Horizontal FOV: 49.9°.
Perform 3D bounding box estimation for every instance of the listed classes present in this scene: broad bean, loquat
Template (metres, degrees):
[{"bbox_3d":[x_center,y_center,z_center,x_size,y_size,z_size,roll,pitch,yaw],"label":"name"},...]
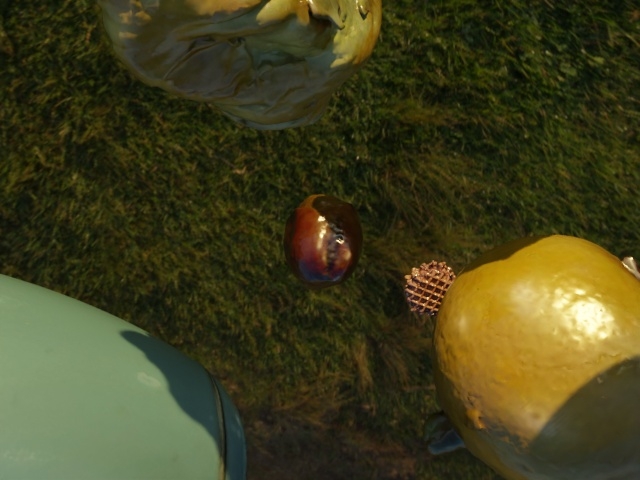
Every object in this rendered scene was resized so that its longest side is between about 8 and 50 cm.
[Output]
[{"bbox_3d":[0.003,0.003,1.133,0.122,0.228,0.156,8,98,-7],"label":"broad bean"},{"bbox_3d":[0.271,0.162,0.841,0.360,0.328,0.328,-36,108,18],"label":"loquat"}]

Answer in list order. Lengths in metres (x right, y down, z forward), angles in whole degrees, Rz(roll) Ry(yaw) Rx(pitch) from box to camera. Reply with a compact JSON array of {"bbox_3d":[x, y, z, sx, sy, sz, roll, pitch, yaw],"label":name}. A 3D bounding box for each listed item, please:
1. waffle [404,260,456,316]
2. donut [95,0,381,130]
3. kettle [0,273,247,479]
[{"bbox_3d":[0.156,0.068,0.968,0.075,0.029,0.083,-16,111,8],"label":"waffle"},{"bbox_3d":[-0.093,-0.268,0.636,0.170,0.360,0.360,-32,110,35],"label":"donut"},{"bbox_3d":[-0.220,0.118,0.425,0.342,0.319,0.246,10,102,-29],"label":"kettle"}]
